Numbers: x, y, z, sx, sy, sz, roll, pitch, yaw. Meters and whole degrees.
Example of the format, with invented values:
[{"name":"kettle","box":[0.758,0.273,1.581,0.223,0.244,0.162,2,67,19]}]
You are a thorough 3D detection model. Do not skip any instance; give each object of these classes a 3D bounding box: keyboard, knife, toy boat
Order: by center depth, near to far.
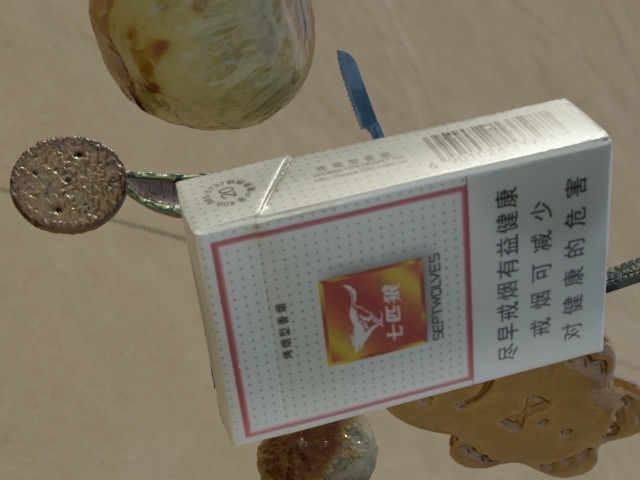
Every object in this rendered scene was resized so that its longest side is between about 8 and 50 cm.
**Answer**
[{"name":"keyboard","box":[0.417,0.035,1.382,0.014,0.176,0.055,63,22,-16]},{"name":"toy boat","box":[-0.258,-0.090,2.006,0.293,0.099,0.108,5,51,-16]},{"name":"knife","box":[0.094,-0.235,2.109,0.019,0.045,0.313,33,-32,63]}]

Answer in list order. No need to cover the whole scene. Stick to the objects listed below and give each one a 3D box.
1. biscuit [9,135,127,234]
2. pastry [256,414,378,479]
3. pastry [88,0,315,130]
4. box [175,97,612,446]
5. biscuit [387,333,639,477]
[{"name":"biscuit","box":[-0.405,-0.090,1.729,0.188,0.027,0.187,4,59,-6]},{"name":"pastry","box":[-0.008,0.327,1.631,0.093,0.193,0.182,52,11,-40]},{"name":"pastry","box":[-0.180,-0.348,1.595,0.388,0.313,0.388,-10,90,-80]},{"name":"box","box":[0.065,0.025,0.868,0.095,0.331,0.210,-120,-160,-56]},{"name":"biscuit","box":[0.230,0.189,1.308,0.355,0.275,0.052,28,37,-22]}]
